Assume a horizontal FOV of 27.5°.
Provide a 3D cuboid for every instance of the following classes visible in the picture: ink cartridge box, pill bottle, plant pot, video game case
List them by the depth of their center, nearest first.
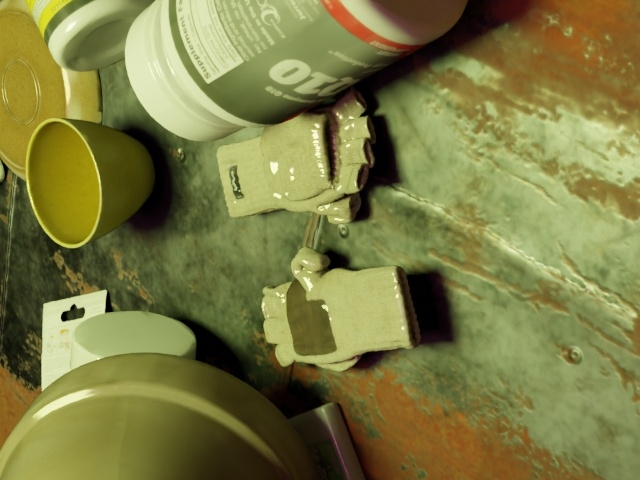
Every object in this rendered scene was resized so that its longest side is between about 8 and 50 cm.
[{"bbox_3d":[-0.029,-0.188,1.076,0.283,0.161,0.161,-23,83,47],"label":"pill bottle"},{"bbox_3d":[-0.172,0.297,1.136,0.323,0.280,0.323,3,109,9],"label":"plant pot"},{"bbox_3d":[-0.013,0.282,1.283,0.193,0.023,0.212,-28,80,46],"label":"video game case"},{"bbox_3d":[-0.254,-0.286,1.313,0.119,0.119,0.208,-42,71,43],"label":"pill bottle"},{"bbox_3d":[-0.201,0.234,1.358,0.169,0.169,0.301,25,118,39],"label":"pill bottle"},{"bbox_3d":[-0.230,-0.066,1.362,0.134,0.095,0.134,14,110,44],"label":"plant pot"},{"bbox_3d":[-0.331,-0.170,1.486,0.236,0.032,0.236,15,112,43],"label":"plant pot"},{"bbox_3d":[-0.273,0.156,1.520,0.145,0.045,0.179,-13,73,47],"label":"ink cartridge box"}]

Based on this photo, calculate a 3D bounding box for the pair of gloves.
[{"bbox_3d":[0.000,0.000,1.183,0.204,0.042,0.240,-22,82,50],"label":"pair of gloves"}]

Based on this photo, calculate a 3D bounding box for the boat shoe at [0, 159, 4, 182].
[{"bbox_3d":[-0.475,-0.145,1.568,0.227,0.069,0.081,49,139,-4],"label":"boat shoe"}]
